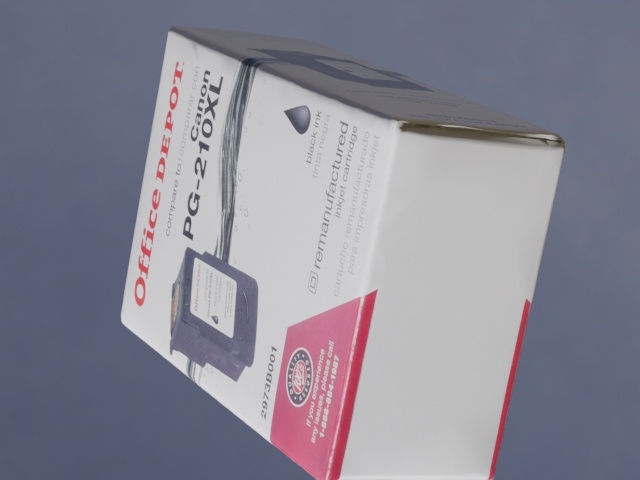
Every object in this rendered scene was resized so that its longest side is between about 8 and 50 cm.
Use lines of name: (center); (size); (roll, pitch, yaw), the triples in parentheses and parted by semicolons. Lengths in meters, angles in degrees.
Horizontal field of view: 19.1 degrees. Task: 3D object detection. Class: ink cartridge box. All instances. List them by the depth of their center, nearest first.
ink cartridge box: (0.000, 0.000, 0.946); (0.100, 0.237, 0.172); (4, -76, -31)
